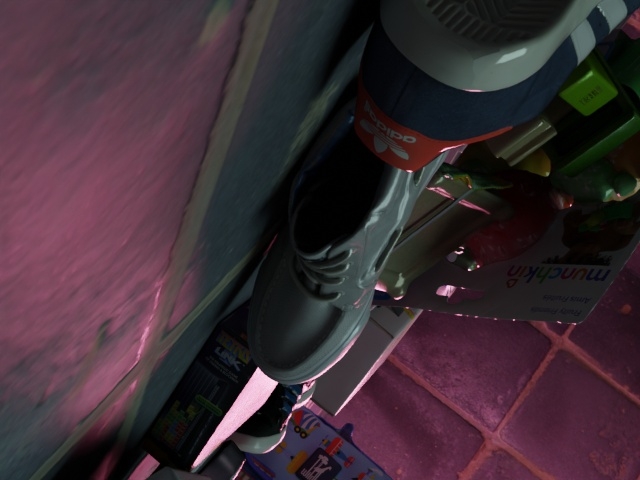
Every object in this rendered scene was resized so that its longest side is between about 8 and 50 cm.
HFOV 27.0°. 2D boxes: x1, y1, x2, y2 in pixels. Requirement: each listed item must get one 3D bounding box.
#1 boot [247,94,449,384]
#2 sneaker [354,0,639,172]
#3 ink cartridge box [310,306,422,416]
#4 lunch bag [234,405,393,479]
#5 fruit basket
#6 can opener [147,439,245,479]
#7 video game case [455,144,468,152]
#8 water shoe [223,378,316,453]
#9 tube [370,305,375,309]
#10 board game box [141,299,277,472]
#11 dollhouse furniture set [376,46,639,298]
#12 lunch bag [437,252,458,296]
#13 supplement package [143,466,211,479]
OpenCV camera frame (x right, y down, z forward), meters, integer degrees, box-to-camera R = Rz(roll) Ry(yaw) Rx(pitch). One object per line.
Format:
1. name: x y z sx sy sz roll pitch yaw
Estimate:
1. boot: 0.000 0.000 0.928 0.258 0.095 0.123 -64 163 19
2. sneaker: 0.137 -0.159 0.850 0.350 0.131 0.148 -35 162 -38
3. ink cartridge box: 0.058 0.127 1.826 0.154 0.093 0.212 -55 171 24
4. lunch bag: -0.038 0.383 1.926 0.293 0.221 0.138 -49 172 -26
5. fruit basket: 0.215 -0.062 1.329 0.353 0.165 0.327 -45 -153 -28
6. can opener: -0.151 0.235 1.176 0.186 0.073 0.059 -42 179 -9
7. video game case: 0.247 -0.219 1.628 0.183 0.023 0.201 -47 172 -39
8. water shoe: -0.056 0.154 1.408 0.203 0.073 0.080 -46 149 -67
9. tube: 0.055 0.046 1.612 0.080 0.052 0.207 -51 179 7
10. board game box: -0.067 0.108 1.128 0.141 0.048 0.170 -58 171 23
11. dollhouse furniture set: 0.106 -0.095 1.184 0.301 0.151 0.197 -37 157 18
12. lunch bag: 0.238 -0.038 2.099 0.279 0.108 0.224 -51 176 -8
13. supplement package: -0.122 0.289 0.981 0.175 0.177 0.293 -33 170 -6
